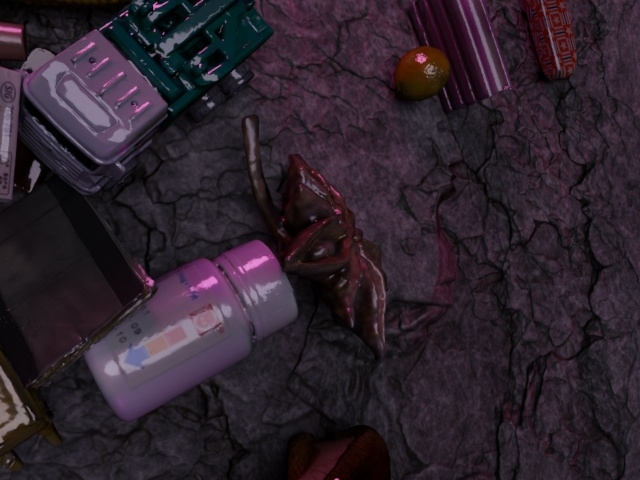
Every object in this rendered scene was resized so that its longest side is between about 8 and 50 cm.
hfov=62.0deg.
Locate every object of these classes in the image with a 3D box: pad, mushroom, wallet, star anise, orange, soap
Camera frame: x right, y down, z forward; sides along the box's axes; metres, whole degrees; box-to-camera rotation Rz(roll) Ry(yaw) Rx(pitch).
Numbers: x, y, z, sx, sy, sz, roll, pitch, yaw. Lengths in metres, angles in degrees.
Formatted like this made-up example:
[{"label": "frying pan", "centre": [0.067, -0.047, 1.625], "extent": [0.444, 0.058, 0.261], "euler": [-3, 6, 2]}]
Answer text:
[{"label": "pad", "centre": [-0.315, 0.033, 0.620], "extent": [0.174, 0.022, 0.233], "euler": [-39, 66, -8]}, {"label": "mushroom", "centre": [0.006, 0.362, 0.733], "extent": [0.231, 0.194, 0.138], "euler": [-34, 100, -9]}, {"label": "wallet", "centre": [-0.366, -0.154, 0.684], "extent": [0.095, 0.026, 0.176], "euler": [30, 79, -25]}, {"label": "star anise", "centre": [0.002, 0.000, 0.755], "extent": [0.109, 0.292, 0.349], "euler": [-34, 129, 11]}, {"label": "orange", "centre": [0.165, -0.272, 0.879], "extent": [0.095, 0.085, 0.085], "euler": [-43, 105, 5]}, {"label": "soap", "centre": [0.231, -0.326, 0.889], "extent": [0.066, 0.122, 0.203], "euler": [-25, 99, -21]}]

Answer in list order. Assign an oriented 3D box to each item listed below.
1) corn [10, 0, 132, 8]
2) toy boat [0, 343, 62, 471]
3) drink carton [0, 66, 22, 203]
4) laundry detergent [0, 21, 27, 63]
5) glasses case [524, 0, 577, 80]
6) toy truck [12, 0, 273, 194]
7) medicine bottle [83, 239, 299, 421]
[{"label": "corn", "centre": [-0.387, -0.343, 0.631], "extent": [0.363, 0.120, 0.120], "euler": [-7, 91, -22]}, {"label": "toy boat", "centre": [-0.412, 0.130, 0.606], "extent": [0.089, 0.115, 0.310], "euler": [-37, 99, -20]}, {"label": "drink carton", "centre": [-0.409, -0.104, 0.552], "extent": [0.102, 0.222, 0.134], "euler": [3, 88, -51]}, {"label": "laundry detergent", "centre": [-0.451, -0.235, 0.577], "extent": [0.237, 0.171, 0.076], "euler": [-3, 119, -23]}, {"label": "glasses case", "centre": [0.436, -0.401, 1.015], "extent": [0.073, 0.049, 0.194], "euler": [-18, 95, -24]}, {"label": "toy truck", "centre": [-0.198, -0.225, 0.661], "extent": [0.176, 0.178, 0.363], "euler": [47, 65, -16]}, {"label": "medicine bottle", "centre": [-0.167, 0.107, 0.691], "extent": [0.255, 0.152, 0.152], "euler": [-27, 99, -23]}]
